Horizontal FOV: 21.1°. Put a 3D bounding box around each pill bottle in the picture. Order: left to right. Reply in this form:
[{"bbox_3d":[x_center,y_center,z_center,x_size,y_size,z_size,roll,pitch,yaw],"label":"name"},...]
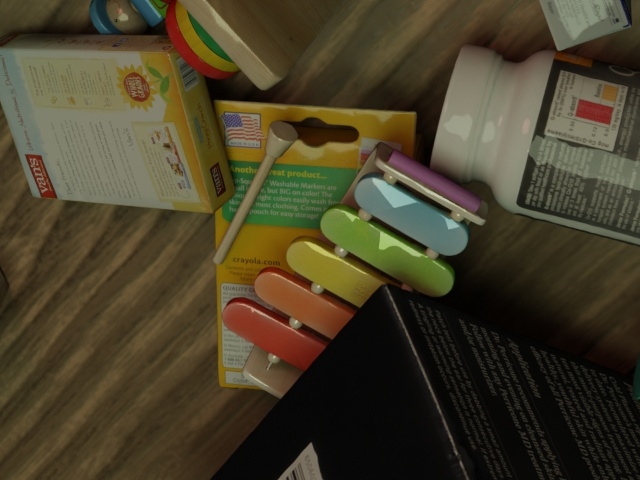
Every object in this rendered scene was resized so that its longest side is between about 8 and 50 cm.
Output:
[{"bbox_3d":[0.252,-0.088,1.603,0.278,0.162,0.162,15,117,6],"label":"pill bottle"}]

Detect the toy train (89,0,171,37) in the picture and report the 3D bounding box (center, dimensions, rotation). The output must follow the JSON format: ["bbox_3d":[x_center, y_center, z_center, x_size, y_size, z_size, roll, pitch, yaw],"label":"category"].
[{"bbox_3d":[-0.213,-0.309,1.634,0.143,0.105,0.248,-31,102,40],"label":"toy train"}]

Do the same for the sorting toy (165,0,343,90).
[{"bbox_3d":[-0.101,-0.278,1.540,0.089,0.255,0.257,-32,107,39],"label":"sorting toy"}]

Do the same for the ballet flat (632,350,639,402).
[{"bbox_3d":[0.362,0.069,1.671,0.067,0.073,0.206,20,83,-17],"label":"ballet flat"}]

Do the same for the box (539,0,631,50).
[{"bbox_3d":[0.227,-0.256,1.544,0.072,0.137,0.126,-18,111,17],"label":"box"}]

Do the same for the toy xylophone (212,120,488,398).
[{"bbox_3d":[0.016,0.026,1.640,0.236,0.081,0.322,23,126,1],"label":"toy xylophone"}]

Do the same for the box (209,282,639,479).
[{"bbox_3d":[0.135,0.354,1.666,0.472,0.297,0.480,22,121,-33],"label":"box"}]

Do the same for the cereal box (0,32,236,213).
[{"bbox_3d":[-0.209,-0.118,1.688,0.240,0.047,0.173,7,124,33],"label":"cereal box"}]

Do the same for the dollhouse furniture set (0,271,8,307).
[{"bbox_3d":[-0.495,0.024,1.728,0.198,0.286,0.303,-15,123,17],"label":"dollhouse furniture set"}]

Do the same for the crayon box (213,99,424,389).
[{"bbox_3d":[0.000,0.000,1.740,0.203,0.083,0.323,4,117,8],"label":"crayon box"}]
